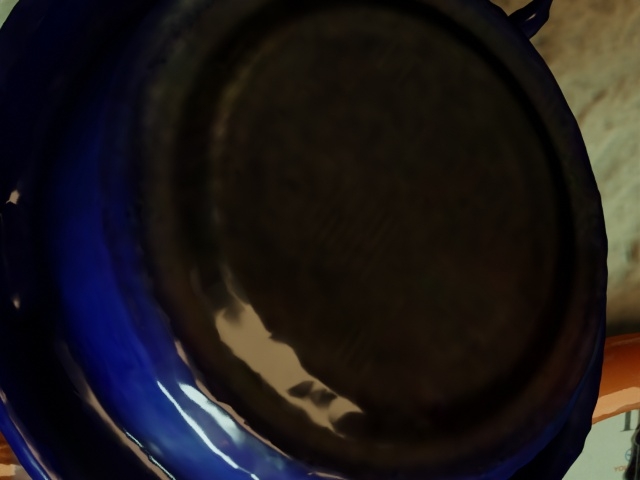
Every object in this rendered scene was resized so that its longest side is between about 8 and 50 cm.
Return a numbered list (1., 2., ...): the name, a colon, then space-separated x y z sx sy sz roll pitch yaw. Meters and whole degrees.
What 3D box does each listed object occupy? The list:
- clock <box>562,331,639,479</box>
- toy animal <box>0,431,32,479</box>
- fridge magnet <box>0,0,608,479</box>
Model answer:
1. clock: 0.142 0.135 0.758 0.205 0.051 0.205 -6 115 -12
2. toy animal: -0.101 0.064 0.633 0.208 0.100 0.103 -14 151 -5
3. fridge magnet: 0.000 0.000 0.572 0.265 0.112 0.265 8 73 -28
